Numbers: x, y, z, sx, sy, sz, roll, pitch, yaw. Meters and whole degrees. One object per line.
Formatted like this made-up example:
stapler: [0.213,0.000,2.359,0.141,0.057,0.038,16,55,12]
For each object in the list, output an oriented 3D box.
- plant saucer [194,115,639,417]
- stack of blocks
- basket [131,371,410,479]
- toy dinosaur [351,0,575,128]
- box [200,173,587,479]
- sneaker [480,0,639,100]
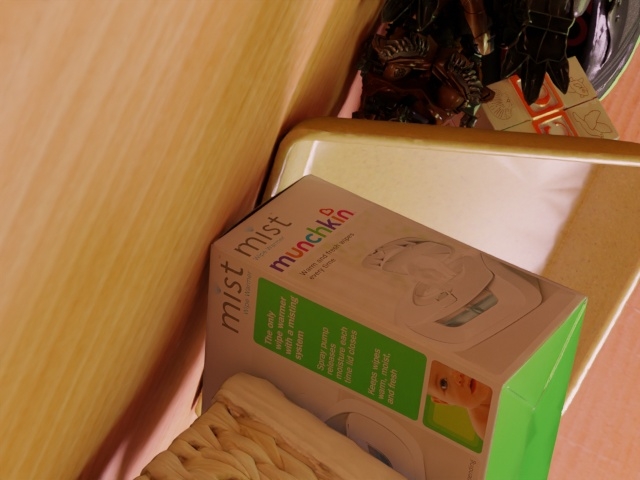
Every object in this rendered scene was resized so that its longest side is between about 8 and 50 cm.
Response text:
plant saucer: [0.085,0.021,1.320,0.081,0.333,0.333,-104,-156,-43]
stack of blocks: [0.147,-0.061,1.541,0.171,0.087,0.297,-22,170,-34]
basket: [-0.033,0.335,1.065,0.266,0.331,0.328,-40,157,-47]
toy dinosaur: [0.106,-0.198,1.338,0.218,0.164,0.322,-135,-129,-81]
box: [0.041,0.121,1.148,0.127,0.231,0.262,-39,145,-45]
sneaker: [0.272,-0.310,1.574,0.202,0.185,0.483,-40,148,-55]
